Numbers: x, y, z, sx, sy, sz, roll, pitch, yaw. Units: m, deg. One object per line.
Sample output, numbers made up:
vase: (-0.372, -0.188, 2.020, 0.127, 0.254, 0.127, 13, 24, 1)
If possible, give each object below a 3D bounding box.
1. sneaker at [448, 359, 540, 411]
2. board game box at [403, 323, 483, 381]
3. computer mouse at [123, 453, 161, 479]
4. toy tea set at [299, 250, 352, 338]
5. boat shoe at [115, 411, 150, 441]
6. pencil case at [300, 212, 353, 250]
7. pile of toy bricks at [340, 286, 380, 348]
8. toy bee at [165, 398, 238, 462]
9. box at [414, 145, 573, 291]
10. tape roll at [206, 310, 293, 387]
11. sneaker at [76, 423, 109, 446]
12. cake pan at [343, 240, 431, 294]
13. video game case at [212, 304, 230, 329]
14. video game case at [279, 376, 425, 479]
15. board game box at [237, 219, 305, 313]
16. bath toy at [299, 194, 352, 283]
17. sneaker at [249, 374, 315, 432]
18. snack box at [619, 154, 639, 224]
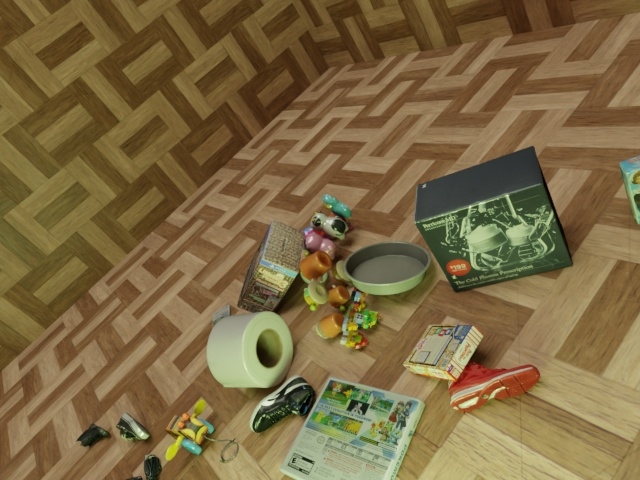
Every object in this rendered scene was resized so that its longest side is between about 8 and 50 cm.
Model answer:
sneaker: (0.410, 0.322, 1.199, 0.221, 0.087, 0.128, -25, 34, 16)
board game box: (0.322, 0.292, 1.299, 0.147, 0.045, 0.193, -50, 11, -21)
computer mouse: (-0.643, 0.826, 1.577, 0.272, 0.072, 0.188, -36, 32, 0)
toy tea set: (0.004, 0.187, 1.707, 0.124, 0.200, 0.336, -39, 26, 36)
boat shoe: (-0.694, 0.701, 1.799, 0.219, 0.078, 0.070, -4, 42, 54)
pencil case: (0.015, -0.041, 2.069, 0.236, 0.104, 0.104, -29, 32, 13)
pile of toy bricks: (0.140, 0.243, 1.574, 0.105, 0.118, 0.212, 11, 36, 10)
toy bee: (-0.411, 0.597, 1.570, 0.298, 0.162, 0.195, -21, 32, 24)
box: (0.487, -0.046, 1.396, 0.343, 0.312, 0.179, -18, 35, 28)
tape roll: (-0.230, 0.363, 1.623, 0.169, 0.246, 0.246, -13, 38, 35)
sneaker: (-0.899, 0.775, 1.923, 0.170, 0.051, 0.089, -7, 41, 46)
cake pan: (0.224, 0.091, 1.636, 0.293, 0.054, 0.293, -9, 26, 4)
video game case: (-0.421, 0.333, 2.079, 0.087, 0.011, 0.122, -31, 31, 8)
video game case: (0.080, 0.526, 1.300, 0.329, 0.036, 0.300, -1, 45, 45)
board game box: (-0.190, 0.113, 1.890, 0.232, 0.141, 0.291, -82, 19, -50)
bath toy: (0.000, 0.000, 1.911, 0.151, 0.129, 0.348, 9, 69, 33)
sneaker: (-0.111, 0.508, 1.467, 0.217, 0.079, 0.121, -44, 30, -15)
snack box: (0.952, -0.174, 1.228, 0.322, 0.187, 0.060, -21, 34, 24)
